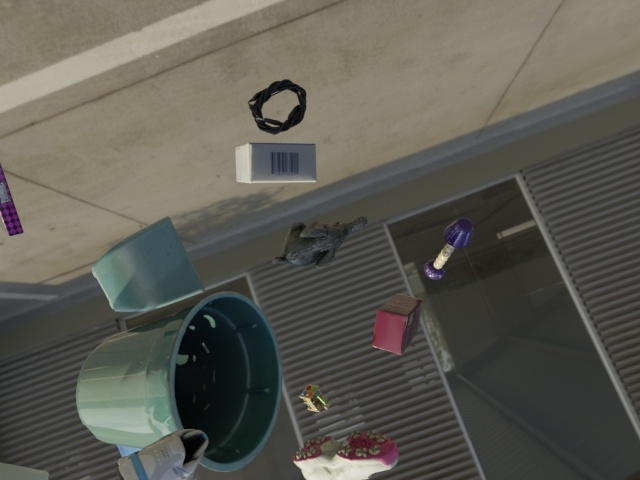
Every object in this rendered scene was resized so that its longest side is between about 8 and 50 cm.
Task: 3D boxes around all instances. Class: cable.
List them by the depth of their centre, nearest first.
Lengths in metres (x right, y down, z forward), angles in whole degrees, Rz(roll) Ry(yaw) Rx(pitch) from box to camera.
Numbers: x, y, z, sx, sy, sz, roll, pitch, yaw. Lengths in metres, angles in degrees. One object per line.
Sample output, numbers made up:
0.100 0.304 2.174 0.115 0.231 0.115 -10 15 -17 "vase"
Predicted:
-0.120 -0.411 1.236 0.184 0.150 0.047 -28 171 -8 "cable"

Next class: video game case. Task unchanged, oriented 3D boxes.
-0.887 -0.148 1.101 0.042 0.232 0.210 -22 -149 -39 "video game case"

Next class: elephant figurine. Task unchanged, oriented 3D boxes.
0.000 0.000 1.252 0.169 0.186 0.239 26 156 -34 "elephant figurine"

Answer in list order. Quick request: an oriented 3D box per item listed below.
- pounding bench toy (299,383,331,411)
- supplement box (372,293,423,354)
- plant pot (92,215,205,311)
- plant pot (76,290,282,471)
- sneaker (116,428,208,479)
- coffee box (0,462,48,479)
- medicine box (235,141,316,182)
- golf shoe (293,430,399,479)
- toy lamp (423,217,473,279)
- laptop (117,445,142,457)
-0.013 0.485 1.244 0.083 0.065 0.052 -13 -156 46 "pounding bench toy"
0.211 0.219 1.085 0.081 0.104 0.188 11 -170 24 "supplement box"
-0.538 0.089 1.241 0.252 0.247 0.248 -27 -167 -20 "plant pot"
-0.315 0.306 0.886 0.334 0.341 0.341 -14 173 26 "plant pot"
-0.176 0.280 0.515 0.083 0.071 0.190 -33 161 -16 "sneaker"
-0.618 0.520 0.502 0.338 0.338 0.334 38 89 -36 "coffee box"
-0.186 -0.308 1.614 0.264 0.149 0.289 -4 -169 -21 "medicine box"
0.074 0.555 0.987 0.306 0.140 0.115 -27 175 38 "golf shoe"
0.379 0.026 1.200 0.080 0.080 0.274 -17 152 -16 "toy lamp"
-0.541 0.765 1.128 0.382 0.408 0.236 -16 130 40 "laptop"
